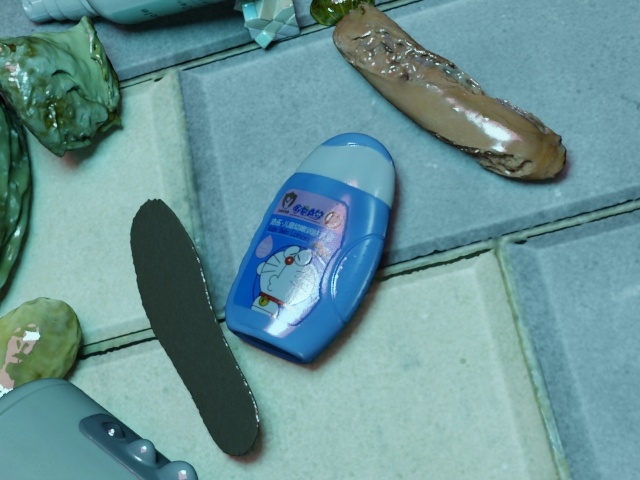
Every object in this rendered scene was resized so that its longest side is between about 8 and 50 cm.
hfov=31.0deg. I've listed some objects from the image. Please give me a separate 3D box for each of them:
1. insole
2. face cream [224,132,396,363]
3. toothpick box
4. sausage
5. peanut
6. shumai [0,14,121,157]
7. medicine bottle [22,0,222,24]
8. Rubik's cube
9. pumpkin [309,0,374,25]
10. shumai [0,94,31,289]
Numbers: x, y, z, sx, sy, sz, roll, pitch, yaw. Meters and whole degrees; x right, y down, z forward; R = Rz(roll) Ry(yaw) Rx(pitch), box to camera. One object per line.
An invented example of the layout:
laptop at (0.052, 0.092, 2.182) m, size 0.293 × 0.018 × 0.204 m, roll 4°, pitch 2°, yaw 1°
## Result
insole at (-0.145, 0.092, 1.274) m, size 0.111 × 0.007 × 0.328 m, roll -47°, pitch 57°, yaw 32°
face cream at (0.000, 0.000, 1.265) m, size 0.149 × 0.083 × 0.264 m, roll 18°, pitch 74°, yaw 25°
toothpick box at (-0.205, 0.289, 1.131) m, size 0.316 × 0.229 × 0.229 m, roll 32°, pitch 79°, yaw 22°
sausage at (0.134, -0.165, 1.301) m, size 0.087 × 0.079 × 0.326 m, roll -35°, pitch 62°, yaw -30°
peanut at (-0.353, 0.163, 1.284) m, size 0.229 × 0.098 × 0.103 m, roll -57°, pitch 26°, yaw -12°
shumai at (-0.306, -0.195, 1.363) m, size 0.142 × 0.184 × 0.184 m, roll -41°, pitch 66°, yaw -5°
medicine bottle at (-0.224, -0.322, 1.406) m, size 0.351 × 0.110 × 0.110 m, roll -7°, pitch 66°, yaw 32°
Rubik's cube at (-0.069, -0.284, 1.397) m, size 0.073 × 0.084 × 0.075 m, roll -15°, pitch 50°, yaw 3°
pumpkin at (0.025, -0.296, 1.407) m, size 0.083 × 0.028 × 0.050 m, roll -16°, pitch 64°, yaw 3°
shumai at (-0.530, -0.088, 1.302) m, size 0.324 × 0.323 × 0.398 m, roll -2°, pitch 68°, yaw 11°
